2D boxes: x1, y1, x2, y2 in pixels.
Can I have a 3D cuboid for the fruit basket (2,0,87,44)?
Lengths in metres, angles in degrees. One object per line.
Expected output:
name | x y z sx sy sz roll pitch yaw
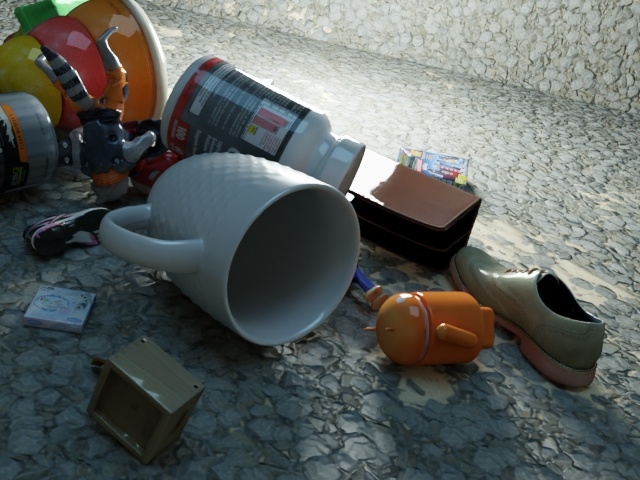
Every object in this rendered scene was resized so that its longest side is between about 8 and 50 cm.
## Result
fruit basket | -0.740 -0.521 1.983 0.165 0.353 0.327 57 28 -9

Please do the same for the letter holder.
letter holder | 0.155 -0.054 1.597 0.302 0.152 0.214 27 33 24

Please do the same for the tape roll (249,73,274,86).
tape roll | -0.217 -0.278 1.744 0.169 0.246 0.246 13 28 -2

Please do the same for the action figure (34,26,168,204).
action figure | -0.487 -0.226 1.498 0.342 0.330 0.178 -13 13 14

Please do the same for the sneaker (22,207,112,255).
sneaker | -0.466 -0.028 1.366 0.077 0.071 0.178 19 21 33

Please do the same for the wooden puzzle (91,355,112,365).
wooden puzzle | -0.273 0.179 1.076 0.116 0.078 0.014 12 69 -14

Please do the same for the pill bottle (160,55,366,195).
pill bottle | -0.108 -0.193 1.445 0.363 0.210 0.210 28 30 7

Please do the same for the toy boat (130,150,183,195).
toy boat | -0.292 -0.162 1.595 0.231 0.151 0.151 23 29 17

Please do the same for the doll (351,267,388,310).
doll | 0.048 0.052 1.416 0.046 0.129 0.189 -44 54 -5

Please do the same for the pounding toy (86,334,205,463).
pounding toy | -0.235 0.207 0.985 0.130 0.141 0.100 37 34 13

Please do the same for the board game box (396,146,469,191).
board game box | 0.296 -0.186 1.995 0.194 0.060 0.194 16 28 6

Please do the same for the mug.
mug | -0.178 -0.010 1.226 0.374 0.276 0.328 -5 23 -43

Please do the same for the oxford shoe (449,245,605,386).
oxford shoe | 0.396 0.101 1.415 0.141 0.146 0.397 -6 33 -31

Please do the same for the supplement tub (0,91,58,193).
supplement tub | -0.679 -0.167 1.387 0.194 0.193 0.316 32 36 31

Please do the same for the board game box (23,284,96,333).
board game box | -0.415 0.109 1.181 0.090 0.020 0.090 10 27 -7

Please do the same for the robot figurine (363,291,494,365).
robot figurine | 0.190 0.149 1.258 0.220 0.128 0.158 1 37 -22

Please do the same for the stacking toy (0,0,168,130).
stacking toy | -0.622 -0.363 1.662 0.480 0.350 0.351 -22 44 -37

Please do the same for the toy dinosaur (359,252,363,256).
toy dinosaur | 0.000 0.000 1.551 0.183 0.053 0.093 37 19 24
